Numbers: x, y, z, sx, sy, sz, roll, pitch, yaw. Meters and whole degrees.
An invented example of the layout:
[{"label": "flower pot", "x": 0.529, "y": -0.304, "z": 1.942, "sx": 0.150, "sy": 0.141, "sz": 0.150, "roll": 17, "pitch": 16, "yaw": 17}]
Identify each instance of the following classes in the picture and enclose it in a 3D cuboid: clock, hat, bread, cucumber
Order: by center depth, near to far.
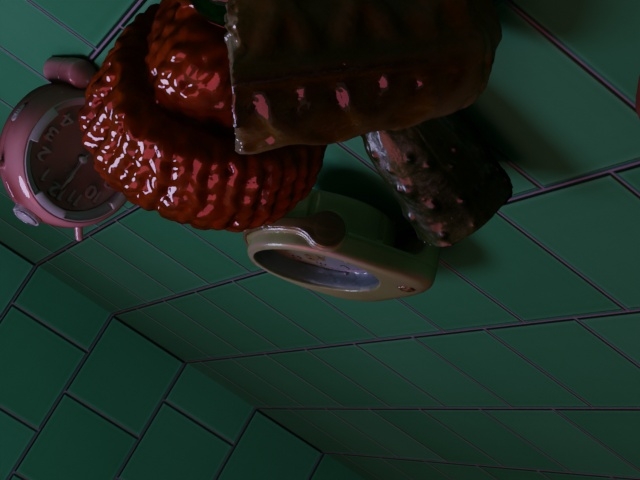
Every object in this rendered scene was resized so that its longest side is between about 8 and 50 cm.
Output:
[{"label": "bread", "x": 0.039, "y": -0.173, "z": 1.133, "sx": 0.130, "sy": 0.268, "sz": 0.152, "roll": -114, "pitch": 17, "yaw": -60}, {"label": "hat", "x": -0.093, "y": -0.217, "z": 1.321, "sx": 0.285, "sy": 0.285, "sz": 0.400, "roll": 29, "pitch": 131, "yaw": 2}, {"label": "cucumber", "x": 0.107, "y": -0.112, "z": 1.361, "sx": 0.134, "sy": 0.134, "sz": 0.244, "roll": 10, "pitch": 148, "yaw": 46}, {"label": "clock", "x": 0.000, "y": 0.000, "z": 1.726, "sx": 0.308, "sy": 0.096, "sz": 0.235, "roll": 21, "pitch": 164, "yaw": -27}, {"label": "clock", "x": -0.395, "y": -0.130, "z": 1.872, "sx": 0.142, "sy": 0.241, "sz": 0.227, "roll": 11, "pitch": 155, "yaw": 50}]

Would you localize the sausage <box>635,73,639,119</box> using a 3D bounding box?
[{"label": "sausage", "x": 0.320, "y": -0.193, "z": 0.888, "sx": 0.094, "sy": 0.094, "sz": 0.419, "roll": 42, "pitch": 164, "yaw": 13}]
